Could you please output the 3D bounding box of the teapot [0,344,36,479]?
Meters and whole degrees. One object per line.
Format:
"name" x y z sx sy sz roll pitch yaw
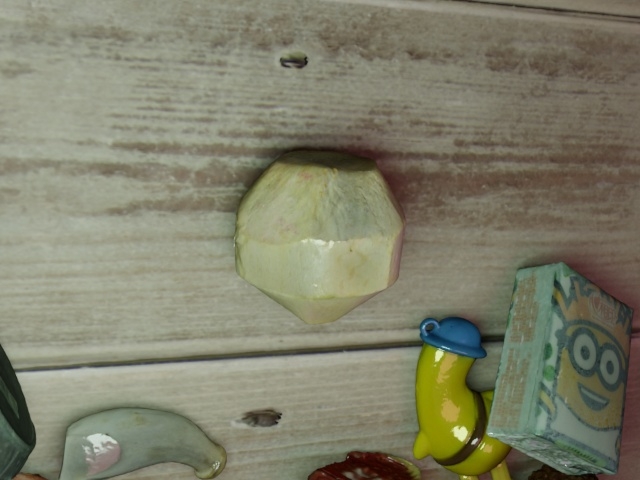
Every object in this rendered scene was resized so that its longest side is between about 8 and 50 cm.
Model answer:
"teapot" -0.566 0.262 1.238 0.344 0.253 0.300 -24 142 -8

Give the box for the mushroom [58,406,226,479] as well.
"mushroom" -0.262 0.311 1.442 0.270 0.103 0.118 6 102 -30

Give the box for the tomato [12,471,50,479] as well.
"tomato" -0.462 0.447 1.358 0.237 0.095 0.236 -18 130 -22

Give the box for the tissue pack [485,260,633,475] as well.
"tissue pack" 0.418 0.220 1.621 0.228 0.128 0.310 30 62 -33

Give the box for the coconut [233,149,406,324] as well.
"coconut" 0.000 0.000 1.393 0.259 0.259 0.259 -6 107 -22

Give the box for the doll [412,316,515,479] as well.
"doll" 0.238 0.295 1.629 0.200 0.145 0.362 -24 106 -12

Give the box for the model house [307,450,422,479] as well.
"model house" 0.077 0.470 1.582 0.254 0.160 0.195 1 106 -61

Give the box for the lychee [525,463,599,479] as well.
"lychee" 0.446 0.525 1.756 0.200 0.200 0.238 1 89 -23
